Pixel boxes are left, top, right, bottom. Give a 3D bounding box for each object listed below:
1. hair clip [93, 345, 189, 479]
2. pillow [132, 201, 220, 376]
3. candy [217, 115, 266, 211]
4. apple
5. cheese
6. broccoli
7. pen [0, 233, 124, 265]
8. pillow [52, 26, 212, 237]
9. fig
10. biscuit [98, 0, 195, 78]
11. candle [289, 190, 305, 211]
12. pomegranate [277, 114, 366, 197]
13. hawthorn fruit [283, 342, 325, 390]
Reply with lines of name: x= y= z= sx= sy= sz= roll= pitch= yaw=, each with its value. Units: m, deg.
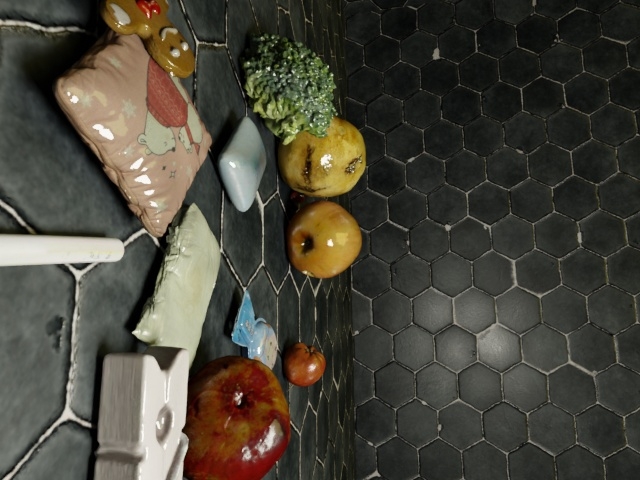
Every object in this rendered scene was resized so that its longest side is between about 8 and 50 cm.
hair clip: x=-0.209 y=0.296 z=0.505 sx=0.101 sy=0.085 sz=0.330 roll=22 pitch=69 yaw=-68
pillow: x=-0.209 y=0.072 z=0.661 sx=0.148 sy=0.050 sz=0.229 roll=63 pitch=29 yaw=-50
candy: x=-0.159 y=-0.162 z=0.898 sx=0.174 sy=0.071 sz=0.138 roll=-81 pitch=164 yaw=-46
apple: x=0.000 y=0.000 z=1.324 sx=0.241 sy=0.242 sz=0.241 roll=0 pitch=87 yaw=-65
cheese: x=-0.142 y=0.223 z=0.948 sx=0.244 sy=0.052 sz=0.135 roll=75 pitch=17 yaw=-47
broccoli: x=-0.096 y=-0.359 z=1.067 sx=0.245 sy=0.248 sz=0.288 roll=-53 pitch=-147 yaw=44
pen: x=-0.273 y=0.009 z=0.390 sx=0.269 sy=0.033 sz=0.033 roll=5 pitch=83 yaw=-78
pillow: x=-0.221 y=-0.152 z=0.550 sx=0.236 sy=0.084 sz=0.223 roll=72 pitch=17 yaw=-49
fig: x=-0.124 y=0.316 z=0.701 sx=0.290 sy=0.191 sz=0.190 roll=73 pitch=18 yaw=-46
biscuit: x=-0.221 y=-0.287 z=0.506 sx=0.205 sy=0.031 sz=0.138 roll=53 pitch=26 yaw=-25
candle: x=-0.060 y=-0.230 z=1.462 sx=0.329 sy=0.051 sz=0.048 roll=-83 pitch=151 yaw=-43
pomegranate: x=0.004 y=-0.243 z=1.260 sx=0.260 sy=0.261 sz=0.260 roll=-3 pitch=90 yaw=-79
hawthorn fruit: x=-0.046 y=0.363 z=1.228 sx=0.125 sy=0.125 sz=0.140 roll=38 pitch=48 yaw=-75
